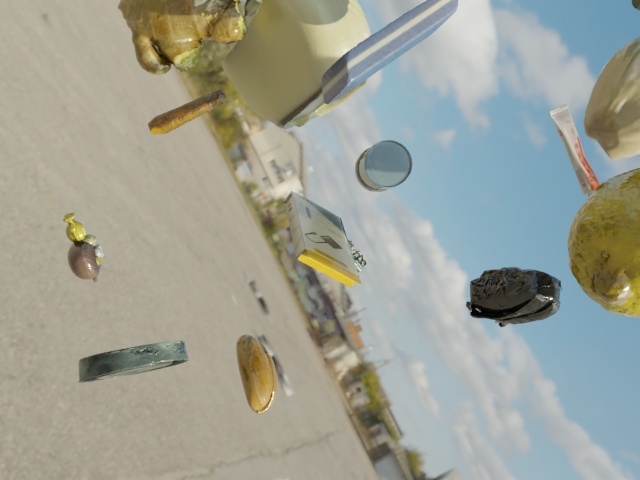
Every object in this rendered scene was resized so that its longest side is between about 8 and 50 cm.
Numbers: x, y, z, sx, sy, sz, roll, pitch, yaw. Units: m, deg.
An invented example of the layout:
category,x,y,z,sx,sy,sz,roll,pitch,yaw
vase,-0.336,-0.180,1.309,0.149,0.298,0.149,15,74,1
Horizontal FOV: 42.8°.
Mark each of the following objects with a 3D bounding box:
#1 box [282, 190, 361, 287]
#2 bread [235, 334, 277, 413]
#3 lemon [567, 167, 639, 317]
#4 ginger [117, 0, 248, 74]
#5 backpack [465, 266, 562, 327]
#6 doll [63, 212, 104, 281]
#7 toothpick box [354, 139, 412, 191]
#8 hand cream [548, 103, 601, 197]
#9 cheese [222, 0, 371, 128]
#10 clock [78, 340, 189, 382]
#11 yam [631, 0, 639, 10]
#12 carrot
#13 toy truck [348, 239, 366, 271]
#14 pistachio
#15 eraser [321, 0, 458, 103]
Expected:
category,x,y,z,sx,sy,sz,roll,pitch,yaw
box,0.000,0.000,1.555,0.129,0.033,0.247,29,23,-23
bread,-0.142,0.298,1.857,0.114,0.077,0.189,70,0,-59
lemon,0.550,0.005,1.389,0.245,0.320,0.245,27,-46,31
ginger,-0.185,-0.338,1.176,0.102,0.216,0.157,-10,79,-80
backpack,0.368,0.100,1.531,0.120,0.165,0.105,26,59,-37
doll,-0.630,0.022,2.170,0.145,0.096,0.188,-121,-163,-50
toothpick box,0.131,-0.154,1.716,0.101,0.101,0.153,64,-5,-3
hand cream,0.520,-0.169,1.644,0.052,0.038,0.216,-25,92,-62
cheese,-0.044,-0.301,1.245,0.233,0.127,0.266,55,-39,-1
clock,-0.386,0.249,1.688,0.226,0.226,0.049,80,-1,-80
yam,0.673,-0.396,1.399,0.274,0.061,0.061,19,-27,27
carrot,-0.266,-0.258,1.644,0.042,0.171,0.042,-25,90,-88
toy truck,0.082,0.040,2.054,0.083,0.044,0.039,51,5,-27
pistachio,0.726,-0.332,1.835,0.226,0.331,0.208,35,-8,-40
eraser,0.090,-0.252,1.042,0.036,0.225,0.082,54,-24,-4
